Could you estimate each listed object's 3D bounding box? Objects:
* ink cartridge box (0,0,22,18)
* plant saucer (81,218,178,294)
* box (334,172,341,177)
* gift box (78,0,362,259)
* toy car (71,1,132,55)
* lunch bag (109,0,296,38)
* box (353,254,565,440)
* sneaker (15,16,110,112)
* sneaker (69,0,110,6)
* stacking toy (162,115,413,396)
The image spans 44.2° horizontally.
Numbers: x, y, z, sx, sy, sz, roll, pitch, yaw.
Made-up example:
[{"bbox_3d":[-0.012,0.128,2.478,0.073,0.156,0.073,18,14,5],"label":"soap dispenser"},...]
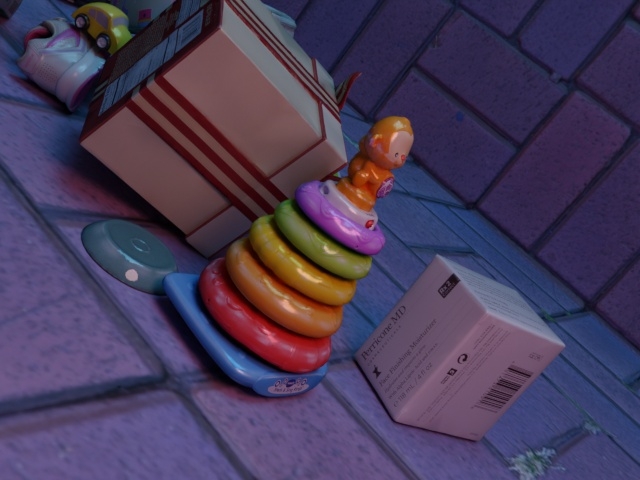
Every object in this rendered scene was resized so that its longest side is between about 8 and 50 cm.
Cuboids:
[{"bbox_3d":[-0.554,-0.422,1.155,0.225,0.056,0.181,31,-1,-16],"label":"ink cartridge box"},{"bbox_3d":[-0.200,0.012,0.858,0.119,0.021,0.119,33,17,-12],"label":"plant saucer"},{"bbox_3d":[-0.037,-0.095,1.341,0.114,0.103,0.203,32,17,-17],"label":"box"},{"bbox_3d":[-0.101,-0.156,0.975,0.258,0.276,0.255,45,27,-32],"label":"gift box"},{"bbox_3d":[-0.365,-0.376,1.145,0.239,0.053,0.225,31,23,-28],"label":"toy car"},{"bbox_3d":[-0.199,-0.357,1.278,0.279,0.107,0.224,8,14,-40],"label":"lunch bag"},{"bbox_3d":[0.176,0.141,1.004,0.182,0.181,0.119,23,21,-39],"label":"box"},{"bbox_3d":[-0.371,-0.282,1.159,0.111,0.103,0.252,33,16,-20],"label":"sneaker"},{"bbox_3d":[-0.485,-0.544,1.631,0.126,0.127,0.321,50,-5,21],"label":"sneaker"},{"bbox_3d":[0.000,0.000,0.807,0.166,0.301,0.175,46,18,29],"label":"stacking toy"}]
